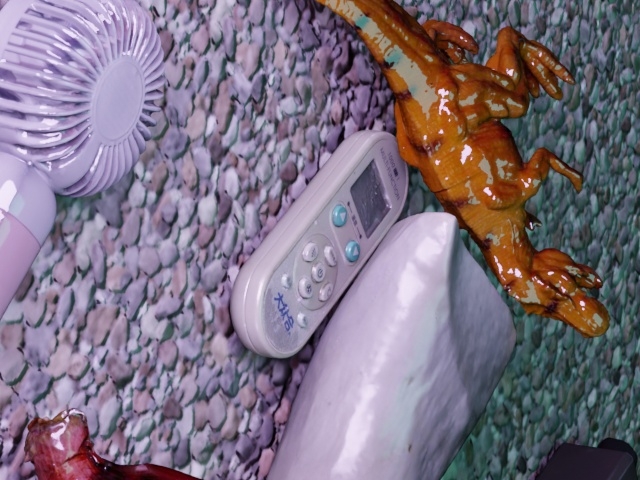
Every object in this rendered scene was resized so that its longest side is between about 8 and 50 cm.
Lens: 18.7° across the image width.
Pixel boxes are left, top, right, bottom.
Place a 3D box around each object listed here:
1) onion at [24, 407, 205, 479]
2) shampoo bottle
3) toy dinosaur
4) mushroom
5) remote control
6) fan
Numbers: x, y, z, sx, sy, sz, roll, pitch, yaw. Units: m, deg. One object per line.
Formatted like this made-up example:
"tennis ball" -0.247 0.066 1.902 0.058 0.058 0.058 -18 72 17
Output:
"onion" -0.131 0.198 1.206 0.173 0.135 0.198 -33 90 -45
"shampoo bottle" 0.220 0.266 1.754 0.246 0.079 0.080 -47 131 -43
"toy dinosaur" 0.091 -0.116 1.473 0.432 0.097 0.208 48 39 -13
"mushroom" 0.009 0.180 1.386 0.397 0.126 0.177 -63 151 -21
"remote control" 0.000 0.000 1.429 0.221 0.042 0.078 -53 134 -39
"fan" -0.174 -0.043 1.146 0.244 0.074 0.130 -63 152 -21
